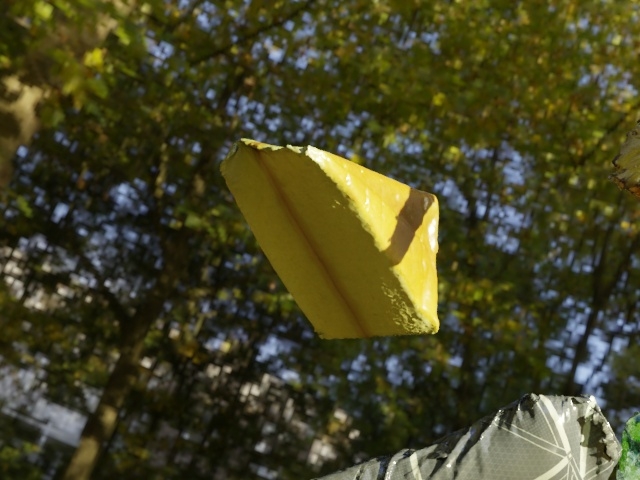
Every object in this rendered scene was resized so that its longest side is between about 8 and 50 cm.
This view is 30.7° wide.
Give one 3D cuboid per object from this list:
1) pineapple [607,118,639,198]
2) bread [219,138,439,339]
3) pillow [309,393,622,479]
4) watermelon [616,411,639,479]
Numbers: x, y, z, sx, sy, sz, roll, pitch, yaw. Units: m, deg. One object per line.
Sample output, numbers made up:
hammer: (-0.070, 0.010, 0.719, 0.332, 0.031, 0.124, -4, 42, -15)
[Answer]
pineapple: (0.487, -0.126, 1.562, 0.047, 0.221, 0.221, 47, -33, -21)
bread: (0.000, 0.000, 1.796, 0.233, 0.244, 0.362, -7, -18, 34)
pillow: (0.132, 0.254, 1.142, 0.335, 0.092, 0.161, -20, -64, 6)
watermelon: (0.474, 0.331, 1.703, 0.101, 0.155, 0.080, -9, -2, -6)
